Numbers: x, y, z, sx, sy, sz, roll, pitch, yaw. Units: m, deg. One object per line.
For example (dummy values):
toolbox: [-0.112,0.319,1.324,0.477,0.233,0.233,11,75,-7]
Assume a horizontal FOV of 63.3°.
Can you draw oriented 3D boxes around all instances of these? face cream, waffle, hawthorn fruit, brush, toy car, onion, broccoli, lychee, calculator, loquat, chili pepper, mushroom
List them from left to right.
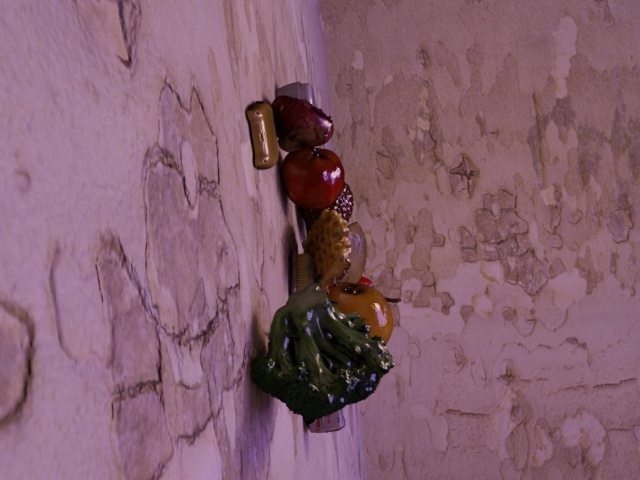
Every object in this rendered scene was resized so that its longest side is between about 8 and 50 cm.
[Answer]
calculator: [-0.126,-0.247,1.213,0.236,0.033,0.156,-79,161,-74]
face cream: [-0.070,-0.401,1.514,0.117,0.104,0.117,-7,90,-84]
onion: [-0.059,-0.298,1.366,0.147,0.184,0.184,-58,174,2]
brush: [-0.052,0.161,1.387,0.072,0.067,0.312,76,12,-56]
hawthorn fruit: [-0.024,-0.163,1.459,0.179,0.179,0.200,-88,-174,-48]
broccoli: [0.003,0.220,1.016,0.294,0.265,0.245,-42,115,-52]
toy car: [0.008,0.431,1.459,0.089,0.108,0.209,64,20,-67]
waffle: [0.012,0.050,1.475,0.309,0.065,0.282,-152,-108,-70]
lychee: [0.020,-0.129,1.708,0.200,0.200,0.238,67,25,-69]
mushroom: [0.080,0.049,1.840,0.212,0.218,0.291,157,-76,-76]
loquat: [0.085,0.269,1.642,0.275,0.275,0.274,-6,90,-83]
chili pepper: [0.136,0.195,1.993,0.338,0.134,0.131,12,-38,56]
